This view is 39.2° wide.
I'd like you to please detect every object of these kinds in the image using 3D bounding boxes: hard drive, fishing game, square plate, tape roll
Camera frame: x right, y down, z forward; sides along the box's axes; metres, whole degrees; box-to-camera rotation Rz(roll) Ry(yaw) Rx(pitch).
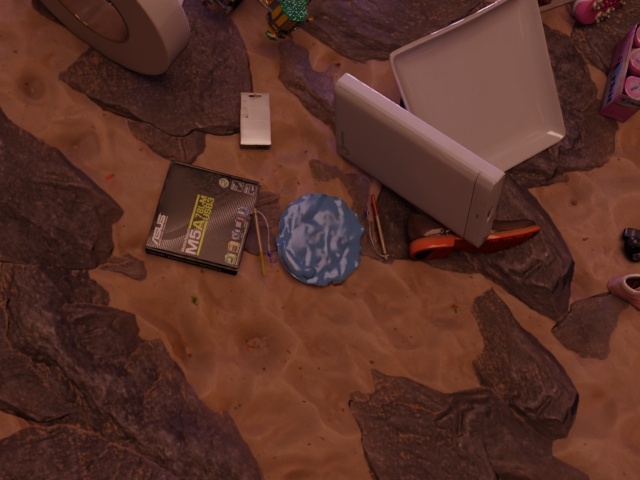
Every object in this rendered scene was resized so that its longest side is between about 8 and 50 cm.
[{"bbox_3d":[0.176,-0.147,1.692,0.353,0.233,0.047,36,69,20],"label":"hard drive"},{"bbox_3d":[0.000,0.000,1.776,0.264,0.041,0.189,-11,84,-17],"label":"fishing game"},{"bbox_3d":[0.320,-0.289,1.816,0.344,0.049,0.347,-29,119,-15],"label":"square plate"},{"bbox_3d":[-0.416,-0.467,1.661,0.392,0.392,0.072,35,73,2],"label":"tape roll"}]

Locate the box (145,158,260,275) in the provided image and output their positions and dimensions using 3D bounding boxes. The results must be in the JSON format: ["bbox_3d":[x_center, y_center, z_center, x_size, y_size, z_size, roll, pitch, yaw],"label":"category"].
[{"bbox_3d":[-0.228,-0.045,1.751,0.184,0.045,0.190,16,72,-6],"label":"box"}]

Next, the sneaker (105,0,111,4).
[{"bbox_3d":[-0.416,-0.550,1.852,0.061,0.065,0.158,40,73,4],"label":"sneaker"}]

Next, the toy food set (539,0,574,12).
[{"bbox_3d":[0.520,-0.593,1.990,0.071,0.128,0.217,13,66,-42],"label":"toy food set"}]

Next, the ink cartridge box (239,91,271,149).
[{"bbox_3d":[-0.133,-0.243,1.827,0.063,0.029,0.115,0,74,-8],"label":"ink cartridge box"}]

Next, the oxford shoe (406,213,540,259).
[{"bbox_3d":[0.307,-0.029,1.799,0.271,0.097,0.098,-5,70,-10],"label":"oxford shoe"}]

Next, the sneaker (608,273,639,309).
[{"bbox_3d":[0.659,0.107,1.824,0.134,0.070,0.051,23,71,-2],"label":"sneaker"}]

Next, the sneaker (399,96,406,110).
[{"bbox_3d":[0.275,-0.349,1.893,0.283,0.110,0.122,-28,61,-16],"label":"sneaker"}]

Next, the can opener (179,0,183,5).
[{"bbox_3d":[-0.303,-0.562,1.864,0.074,0.093,0.280,16,68,-3],"label":"can opener"}]

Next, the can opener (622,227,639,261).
[{"bbox_3d":[0.712,0.029,1.858,0.186,0.059,0.073,22,72,-1],"label":"can opener"}]

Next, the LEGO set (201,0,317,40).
[{"bbox_3d":[-0.101,-0.548,1.864,0.255,0.192,0.331,36,58,-17],"label":"LEGO set"}]

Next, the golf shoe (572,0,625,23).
[{"bbox_3d":[0.648,-0.607,2.015,0.306,0.115,0.140,-45,60,-13],"label":"golf shoe"}]

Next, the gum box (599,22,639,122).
[{"bbox_3d":[0.669,-0.364,1.935,0.062,0.107,0.188,18,73,-3],"label":"gum box"}]
